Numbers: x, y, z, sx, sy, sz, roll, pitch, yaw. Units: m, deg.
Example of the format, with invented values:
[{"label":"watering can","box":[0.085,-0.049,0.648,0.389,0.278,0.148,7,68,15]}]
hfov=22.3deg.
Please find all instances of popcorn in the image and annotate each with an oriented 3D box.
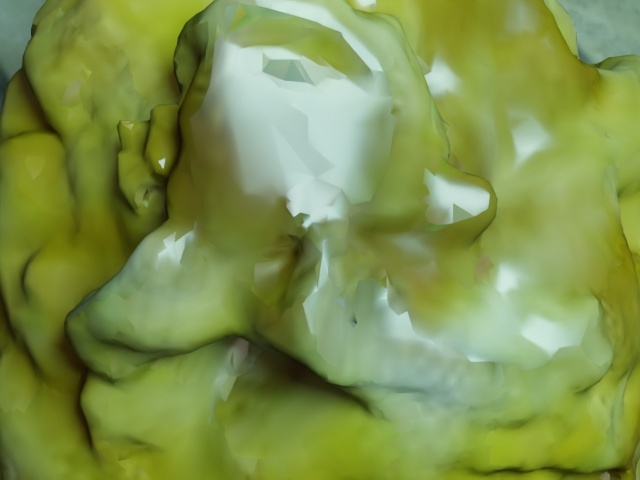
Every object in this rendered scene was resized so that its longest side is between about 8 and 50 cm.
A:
[{"label":"popcorn","box":[-0.002,0.015,0.833,0.344,0.390,0.354,-1,40,-27]}]
